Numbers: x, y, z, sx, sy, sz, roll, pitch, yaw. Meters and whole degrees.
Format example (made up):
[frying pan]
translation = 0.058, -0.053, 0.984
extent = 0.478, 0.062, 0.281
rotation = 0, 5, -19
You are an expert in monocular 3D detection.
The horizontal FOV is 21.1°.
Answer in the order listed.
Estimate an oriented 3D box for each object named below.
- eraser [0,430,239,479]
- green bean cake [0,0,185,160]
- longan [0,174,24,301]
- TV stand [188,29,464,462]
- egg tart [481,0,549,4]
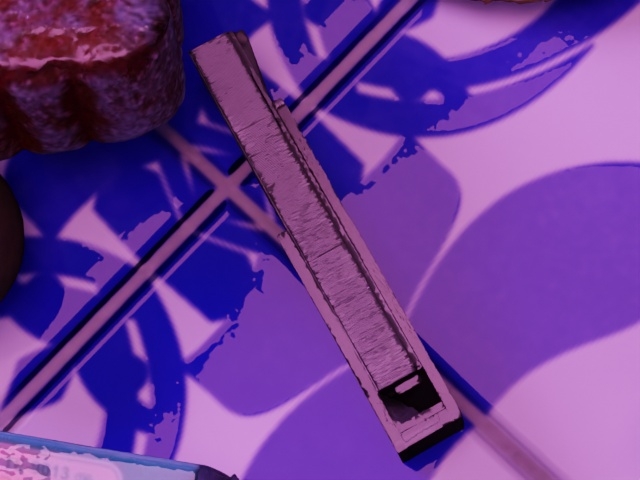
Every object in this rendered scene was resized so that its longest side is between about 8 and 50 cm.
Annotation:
[eraser]
translation = -0.164, 0.129, 0.918
extent = 0.225, 0.095, 0.052
rotation = 9, 81, 10
[green bean cake]
translation = -0.175, -0.154, 0.970
extent = 0.198, 0.097, 0.233
rotation = -11, 59, -2
[longan]
translation = -0.219, -0.001, 0.964
extent = 0.106, 0.106, 0.119
rotation = -45, 33, -5
[TV stand]
translation = 0.000, 0.000, 0.953
extent = 0.040, 0.049, 0.256
rotation = -29, 73, -1
[egg tart]
translation = 0.103, -0.278, 0.980
extent = 0.290, 0.107, 0.291
rotation = -2, 76, 7
